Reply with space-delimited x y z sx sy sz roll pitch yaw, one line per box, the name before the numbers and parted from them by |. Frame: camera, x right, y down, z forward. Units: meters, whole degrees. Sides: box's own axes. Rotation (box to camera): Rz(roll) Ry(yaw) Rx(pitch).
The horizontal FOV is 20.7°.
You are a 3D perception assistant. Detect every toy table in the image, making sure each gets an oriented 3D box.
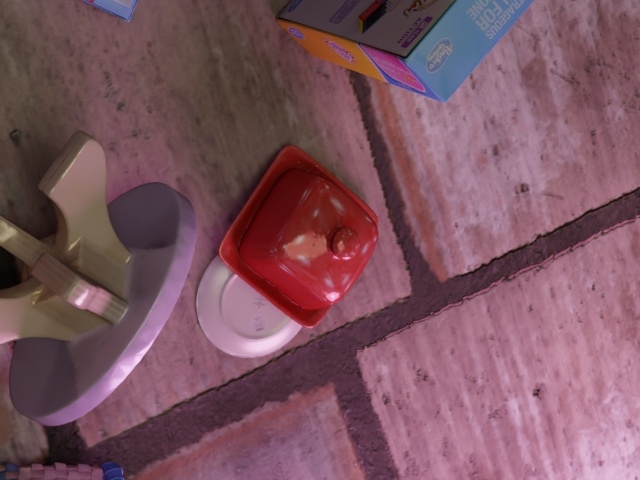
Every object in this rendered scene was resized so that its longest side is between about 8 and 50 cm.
toy table | -0.260 0.037 1.751 0.161 0.252 0.274 37 75 -44

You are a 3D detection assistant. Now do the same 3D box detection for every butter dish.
butter dish | 0.000 0.000 1.906 0.160 0.118 0.160 41 74 -28

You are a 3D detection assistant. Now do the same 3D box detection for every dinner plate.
dinner plate | -0.071 0.065 1.960 0.141 0.017 0.141 -7 108 -22

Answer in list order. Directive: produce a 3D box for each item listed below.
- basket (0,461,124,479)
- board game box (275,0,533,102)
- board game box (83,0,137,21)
basket | -0.227 0.342 1.836 0.289 0.255 0.201 9 99 -7
board game box | 0.111 -0.272 1.782 0.242 0.316 0.064 -49 117 -5
board game box | -0.256 -0.335 1.753 0.211 0.039 0.160 23 93 -29
